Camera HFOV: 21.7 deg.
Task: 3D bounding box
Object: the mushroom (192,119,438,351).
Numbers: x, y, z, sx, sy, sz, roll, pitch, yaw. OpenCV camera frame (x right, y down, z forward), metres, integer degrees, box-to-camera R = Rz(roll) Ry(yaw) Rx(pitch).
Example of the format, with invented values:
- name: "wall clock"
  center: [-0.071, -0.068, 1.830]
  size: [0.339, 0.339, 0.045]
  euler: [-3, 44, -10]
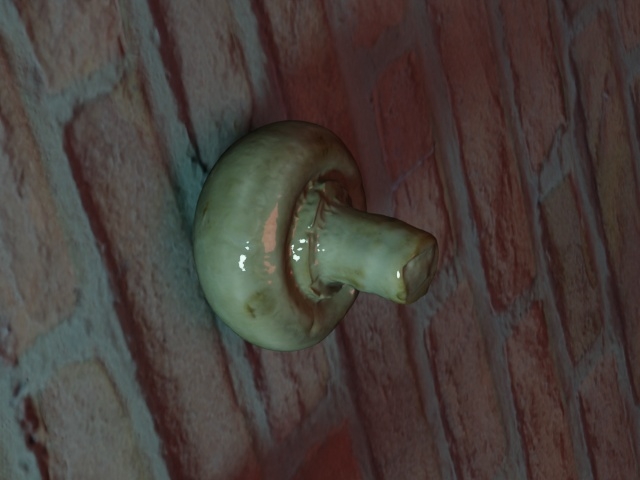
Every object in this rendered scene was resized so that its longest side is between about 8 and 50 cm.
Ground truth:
- name: "mushroom"
  center: [-0.018, 0.003, 1.479]
  size: [0.206, 0.209, 0.206]
  euler: [-13, 116, -28]
